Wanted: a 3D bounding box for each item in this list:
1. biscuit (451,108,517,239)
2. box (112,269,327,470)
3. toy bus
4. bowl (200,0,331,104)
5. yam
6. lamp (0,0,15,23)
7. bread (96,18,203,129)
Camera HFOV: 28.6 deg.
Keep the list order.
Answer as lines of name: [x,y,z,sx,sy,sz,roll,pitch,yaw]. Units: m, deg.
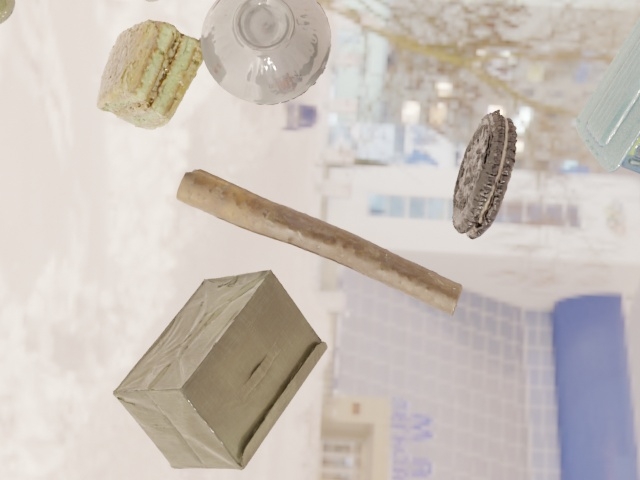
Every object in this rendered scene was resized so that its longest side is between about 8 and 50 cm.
biscuit: [0.240,-0.095,1.845,0.194,0.053,0.195,-164,-90,-84]
box: [-0.129,0.173,1.682,0.149,0.155,0.231,56,50,-24]
toy bus: [0.556,-0.246,1.939,0.312,0.190,0.152,-62,-149,30]
bowl: [-0.077,-0.290,1.756,0.086,0.188,0.189,90,3,-83]
yam: [0.000,0.000,1.363,0.045,0.326,0.045,93,21,-77]
lamp: [-0.545,-0.349,1.896,0.091,0.163,0.091,58,-12,19]
bread: [-0.255,-0.246,1.868,0.196,0.102,0.138,5,-104,65]
